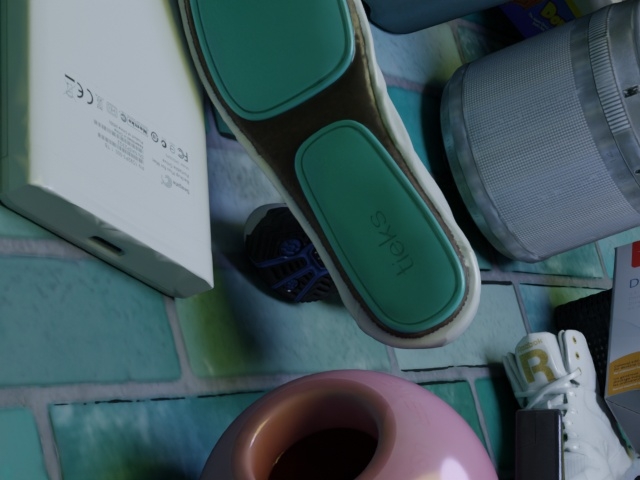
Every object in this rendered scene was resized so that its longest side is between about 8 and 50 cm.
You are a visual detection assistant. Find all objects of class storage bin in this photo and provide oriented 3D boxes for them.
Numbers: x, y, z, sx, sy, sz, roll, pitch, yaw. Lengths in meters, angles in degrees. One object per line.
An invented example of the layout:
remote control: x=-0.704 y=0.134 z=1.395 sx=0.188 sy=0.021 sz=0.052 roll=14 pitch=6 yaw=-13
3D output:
storage bin: x=0.341 y=0.129 z=2.013 sx=0.180 sy=0.084 sz=0.122 roll=20 pitch=54 yaw=-56

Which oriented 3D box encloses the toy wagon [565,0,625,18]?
toy wagon: x=0.402 y=-0.238 z=2.072 sx=0.344 sy=0.068 sz=0.267 roll=18 pitch=36 yaw=-43

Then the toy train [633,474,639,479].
toy train: x=0.275 y=0.294 z=1.742 sx=0.036 sy=0.158 sz=0.027 roll=31 pitch=13 yaw=24

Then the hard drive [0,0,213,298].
hard drive: x=-0.154 y=-0.132 z=1.313 sx=0.203 sy=0.040 sz=0.307 roll=34 pitch=43 yaw=-50

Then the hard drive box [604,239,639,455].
hard drive box: x=0.388 y=0.087 z=1.832 sx=0.089 sy=0.181 sz=0.232 roll=57 pitch=28 yaw=-30

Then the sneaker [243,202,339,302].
sneaker: x=0.000 y=0.000 z=1.494 sx=0.211 sy=0.080 sz=0.081 roll=17 pitch=31 yaw=-55

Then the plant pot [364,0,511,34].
plant pot: x=0.177 y=-0.376 z=1.781 sx=0.341 sy=0.334 sz=0.341 roll=41 pitch=39 yaw=-43

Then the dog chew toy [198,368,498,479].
dog chew toy: x=0.040 y=0.243 z=1.250 sx=0.207 sy=0.206 sz=0.332 roll=-81 pitch=157 yaw=-45

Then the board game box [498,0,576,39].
board game box: x=0.355 y=-0.252 z=2.190 sx=0.233 sy=0.078 sz=0.347 roll=53 pitch=28 yaw=18

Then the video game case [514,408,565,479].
video game case: x=0.159 y=0.297 z=1.296 sx=0.248 sy=0.035 sz=0.275 roll=77 pitch=15 yaw=-56

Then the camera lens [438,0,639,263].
camera lens: x=0.273 y=-0.113 z=1.840 sx=0.219 sy=0.274 sz=0.219 roll=42 pitch=37 yaw=-43

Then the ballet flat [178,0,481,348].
ballet flat: x=0.003 y=-0.093 z=1.396 sx=0.139 sy=0.139 sz=0.400 roll=-5 pitch=66 yaw=-63

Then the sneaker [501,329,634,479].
sneaker: x=0.214 y=0.176 z=1.731 sx=0.169 sy=0.108 sz=0.292 roll=67 pitch=17 yaw=-1
